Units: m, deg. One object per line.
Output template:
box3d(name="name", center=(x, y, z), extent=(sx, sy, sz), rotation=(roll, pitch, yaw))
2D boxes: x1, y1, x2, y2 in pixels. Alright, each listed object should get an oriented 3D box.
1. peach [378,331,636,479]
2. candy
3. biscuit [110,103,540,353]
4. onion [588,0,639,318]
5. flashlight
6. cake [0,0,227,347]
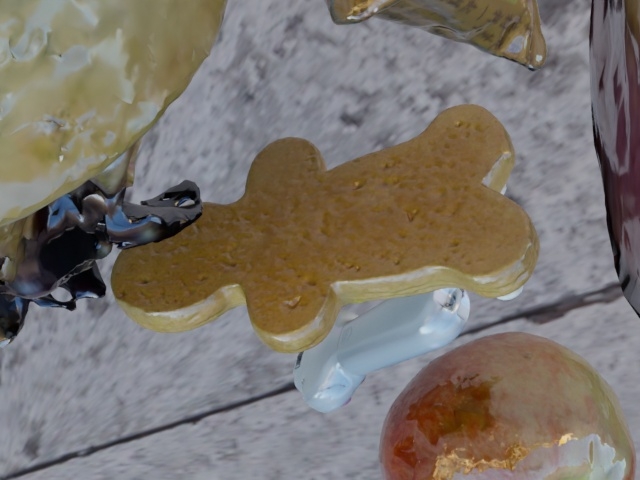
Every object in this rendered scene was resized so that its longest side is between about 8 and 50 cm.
box3d(name="peach", center=(0.164, 0.188, 1.675), extent=(0.232, 0.257, 0.232), rotation=(-6, 116, -12))
box3d(name="candy", center=(0.103, -0.226, 1.541), extent=(0.271, 0.101, 0.143), rotation=(6, 77, -48))
box3d(name="biscuit", center=(0.001, 0.001, 1.026), extent=(0.240, 0.035, 0.158), rotation=(-13, 42, 13))
box3d(name="onion", center=(0.165, -0.054, 0.382), extent=(0.219, 0.252, 0.252), rotation=(27, 79, -6))
box3d(name="flashlight", center=(0.051, 0.081, 1.512), extent=(0.047, 0.200, 0.093), rotation=(33, 53, -23))
box3d(name="cake", center=(-0.184, -0.092, 0.959), extent=(0.332, 0.321, 0.332), rotation=(-11, 47, 12))
